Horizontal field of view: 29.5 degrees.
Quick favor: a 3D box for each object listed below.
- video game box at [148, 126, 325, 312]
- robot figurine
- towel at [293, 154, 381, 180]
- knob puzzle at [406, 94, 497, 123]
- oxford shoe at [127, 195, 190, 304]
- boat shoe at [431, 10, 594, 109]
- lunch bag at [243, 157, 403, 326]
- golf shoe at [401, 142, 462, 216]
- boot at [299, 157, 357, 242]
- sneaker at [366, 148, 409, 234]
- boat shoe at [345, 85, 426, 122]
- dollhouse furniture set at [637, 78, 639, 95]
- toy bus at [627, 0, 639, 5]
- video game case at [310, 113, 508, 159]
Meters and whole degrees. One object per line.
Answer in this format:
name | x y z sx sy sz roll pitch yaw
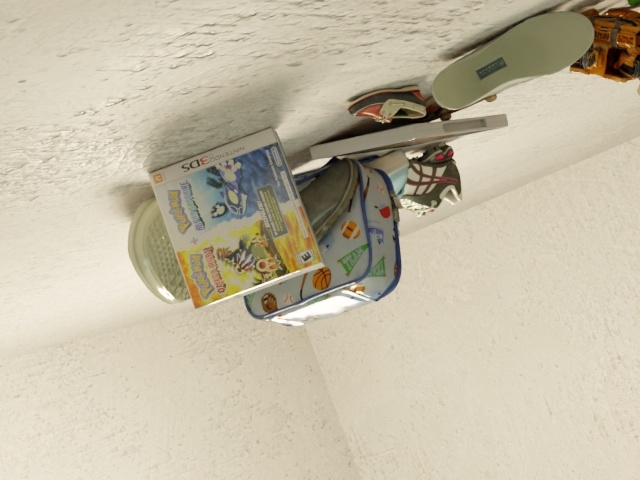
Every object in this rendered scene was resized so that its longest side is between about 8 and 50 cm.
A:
video game box | -0.115 -0.029 1.660 0.187 0.205 0.048 -21 171 5
robot figurine | 0.448 -0.275 1.675 0.291 0.085 0.211 -15 -154 -43
towel | -0.043 -0.086 2.242 0.285 0.034 0.209 -17 174 -31
knob puzzle | 0.221 -0.216 1.945 0.213 0.030 0.213 -20 175 -2
oxford shoe | -0.244 0.011 1.958 0.130 0.169 0.449 15 178 10
boat shoe | 0.255 -0.245 1.619 0.228 0.079 0.081 -23 -169 21
lunch bag | 0.000 0.000 2.004 0.303 0.243 0.115 -22 154 35
golf shoe | 0.175 -0.100 2.332 0.273 0.120 0.105 -22 177 -38
boot | -0.065 -0.076 1.862 0.209 0.189 0.076 26 -171 -32
sneaker | 0.102 -0.024 2.161 0.135 0.150 0.366 -33 165 -28
boat shoe | 0.094 -0.187 1.706 0.137 0.043 0.049 -14 174 -40
dollhouse furniture set | 0.653 -0.260 1.933 0.259 0.262 0.135 -38 175 -9
toy bus | 0.514 -0.323 1.565 0.202 0.104 0.191 -14 172 -46
video game case | 0.147 -0.168 1.959 0.204 0.025 0.285 -9 -178 37
